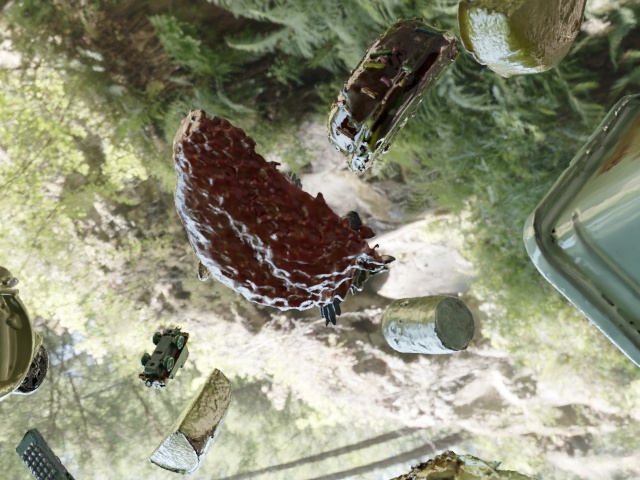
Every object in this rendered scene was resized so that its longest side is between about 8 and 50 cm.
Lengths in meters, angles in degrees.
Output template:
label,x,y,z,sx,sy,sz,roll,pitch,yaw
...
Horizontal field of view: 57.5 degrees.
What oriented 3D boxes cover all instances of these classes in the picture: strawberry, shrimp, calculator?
label,x,y,z,sx,sy,sz,roll,pitch,yaw
strawberry,-0.052,0.000,0.539,0.236,0.175,0.106,33,-103,-14
shrimp,-0.325,0.031,1.714,0.091,0.043,0.183,73,-154,-65
calculator,-0.456,0.392,0.985,0.172,0.057,0.018,38,-173,23

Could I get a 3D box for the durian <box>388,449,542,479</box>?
label,x,y,z,sx,sy,sz,roll,pitch,yaw
durian,0.119,0.199,0.319,0.145,0.252,0.139,21,-104,-22

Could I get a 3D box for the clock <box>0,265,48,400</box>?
label,x,y,z,sx,sy,sz,roll,pitch,yaw
clock,-0.603,0.199,0.998,0.379,0.120,0.276,-68,-20,-75

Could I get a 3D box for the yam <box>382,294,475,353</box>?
label,x,y,z,sx,sy,sz,roll,pitch,yaw
yam,0.197,0.153,1.058,0.108,0.194,0.107,3,-99,-20

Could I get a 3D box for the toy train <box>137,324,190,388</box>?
label,x,y,z,sx,sy,sz,roll,pitch,yaw
toy train,-0.462,0.357,1.753,0.227,0.091,0.136,-72,-20,-44

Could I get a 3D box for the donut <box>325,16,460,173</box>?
label,x,y,z,sx,sy,sz,roll,pitch,yaw
donut,0.088,-0.200,0.805,0.096,0.230,0.216,39,-142,4

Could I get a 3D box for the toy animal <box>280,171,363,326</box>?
label,x,y,z,sx,sy,sz,roll,pitch,yaw
toy animal,0.000,0.000,0.742,0.062,0.108,0.220,96,158,-68

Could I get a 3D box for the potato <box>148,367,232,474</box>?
label,x,y,z,sx,sy,sz,roll,pitch,yaw
potato,-0.296,0.451,1.489,0.112,0.269,0.255,38,-132,-6

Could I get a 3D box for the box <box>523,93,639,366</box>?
label,x,y,z,sx,sy,sz,roll,pitch,yaw
box,0.338,-0.060,0.485,0.175,0.182,0.312,46,-127,4

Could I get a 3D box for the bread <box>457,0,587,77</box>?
label,x,y,z,sx,sy,sz,roll,pitch,yaw
bread,0.228,-0.246,0.646,0.156,0.086,0.125,-47,-54,-17
